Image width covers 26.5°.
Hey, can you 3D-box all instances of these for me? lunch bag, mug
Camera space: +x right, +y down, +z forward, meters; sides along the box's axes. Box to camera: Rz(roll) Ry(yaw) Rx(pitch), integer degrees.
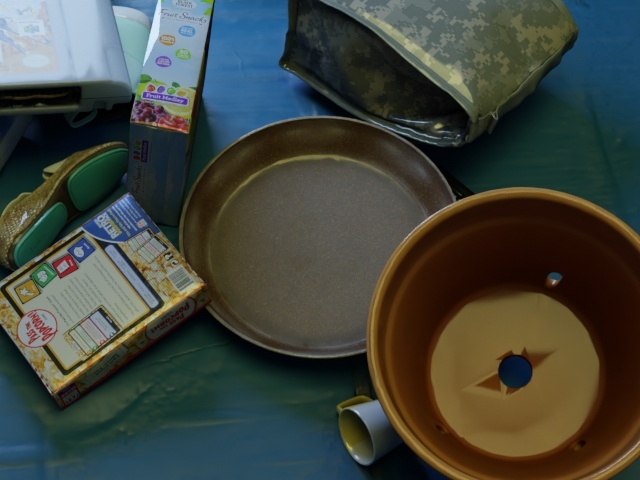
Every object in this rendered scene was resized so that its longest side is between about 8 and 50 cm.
[{"bbox_3d":[0.136,-0.240,1.636,0.287,0.169,0.235,34,54,21],"label":"lunch bag"},{"bbox_3d":[0.058,0.184,1.396,0.064,0.062,0.078,-20,66,-29],"label":"mug"}]

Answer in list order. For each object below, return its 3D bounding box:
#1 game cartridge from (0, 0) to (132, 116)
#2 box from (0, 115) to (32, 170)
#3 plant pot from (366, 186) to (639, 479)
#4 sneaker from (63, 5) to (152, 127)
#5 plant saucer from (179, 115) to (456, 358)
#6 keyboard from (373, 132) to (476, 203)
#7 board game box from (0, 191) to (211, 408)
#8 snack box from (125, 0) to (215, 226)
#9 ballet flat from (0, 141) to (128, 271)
[{"bbox_3d":[-0.370,-0.221,1.504,0.297,0.062,0.198,-5,56,-17],"label":"game cartridge"},{"bbox_3d":[-0.408,-0.115,1.550,0.109,0.042,0.178,18,58,10],"label":"box"},{"bbox_3d":[0.194,0.114,1.337,0.290,0.203,0.291,-1,76,5],"label":"plant pot"},{"bbox_3d":[-0.327,-0.208,1.601,0.255,0.094,0.151,1,54,-7],"label":"sneaker"},{"bbox_3d":[0.000,0.000,1.507,0.310,0.050,0.311,0,59,-1],"label":"plant saucer"},{"bbox_3d":[0.110,-0.070,1.595,0.192,0.038,0.100,39,59,20],"label":"keyboard"},{"bbox_3d":[-0.235,0.060,1.428,0.193,0.045,0.147,-35,65,-13],"label":"board game box"},{"bbox_3d":[-0.170,-0.150,1.531,0.070,0.174,0.207,10,53,-4],"label":"snack box"},{"bbox_3d":[-0.297,-0.050,1.513,0.067,0.073,0.206,23,50,27],"label":"ballet flat"}]
